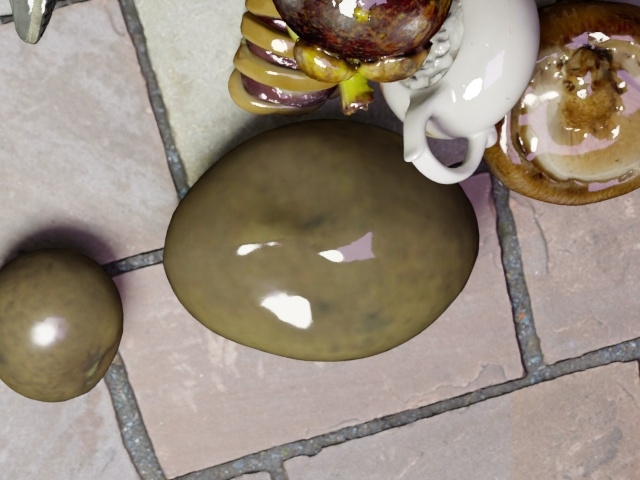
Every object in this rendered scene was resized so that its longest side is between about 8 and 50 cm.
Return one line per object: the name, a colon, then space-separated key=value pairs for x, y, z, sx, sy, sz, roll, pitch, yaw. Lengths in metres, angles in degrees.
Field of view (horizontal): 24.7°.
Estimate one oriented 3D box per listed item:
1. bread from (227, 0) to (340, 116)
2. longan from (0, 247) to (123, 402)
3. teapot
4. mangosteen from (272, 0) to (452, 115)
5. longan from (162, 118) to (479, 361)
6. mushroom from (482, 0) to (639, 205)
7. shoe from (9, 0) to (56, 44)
bread: x=-0.019 y=-0.240 z=1.581 sx=0.134 sy=0.081 sz=0.225 roll=5 pitch=113 yaw=-15
longan: x=-0.305 y=0.096 z=1.659 sx=0.167 sy=0.167 sz=0.187 roll=-8 pitch=117 yaw=-7
teapot: x=0.137 y=-0.201 z=1.552 sx=0.139 sy=0.298 sz=0.204 roll=12 pitch=153 yaw=-43
mangosteen: x=0.034 y=-0.231 z=1.445 sx=0.192 sy=0.192 sz=0.217 roll=6 pitch=110 yaw=-14
longan: x=0.000 y=0.000 z=1.617 sx=0.350 sy=0.288 sz=0.288 roll=-6 pitch=120 yaw=5
mushroom: x=0.296 y=-0.154 z=1.649 sx=0.253 sy=0.153 sz=0.253 roll=-1 pitch=119 yaw=-2
shoe: x=-0.309 y=-0.301 z=1.504 sx=0.077 sy=0.074 sz=0.194 roll=8 pitch=114 yaw=-2
